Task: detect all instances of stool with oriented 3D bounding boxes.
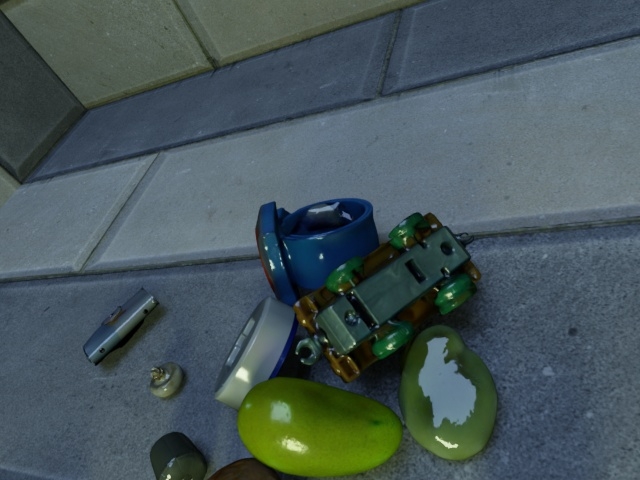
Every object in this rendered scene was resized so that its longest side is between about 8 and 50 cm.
[{"bbox_3d":[-0.284,0.438,0.939,0.096,0.096,0.110,-46,37,-17],"label":"stool"}]

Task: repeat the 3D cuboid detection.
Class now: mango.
[{"bbox_3d":[-0.007,0.322,0.810,0.272,0.185,0.149,13,57,-6],"label":"mango"}]

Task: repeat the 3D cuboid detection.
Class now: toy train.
[{"bbox_3d":[0.124,0.110,0.919,0.429,0.249,0.178,-32,78,-22],"label":"toy train"}]

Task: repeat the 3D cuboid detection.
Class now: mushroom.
[{"bbox_3d":[-0.369,0.320,1.117,0.085,0.079,0.085,-22,37,18],"label":"mushroom"}]

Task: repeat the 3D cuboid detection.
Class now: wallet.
[{"bbox_3d":[-0.552,0.236,1.321,0.231,0.069,0.170,-47,25,-22],"label":"wallet"}]

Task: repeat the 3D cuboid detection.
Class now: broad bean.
[{"bbox_3d":[0.209,0.254,0.821,0.169,0.100,0.228,-32,42,8],"label":"broad bean"}]

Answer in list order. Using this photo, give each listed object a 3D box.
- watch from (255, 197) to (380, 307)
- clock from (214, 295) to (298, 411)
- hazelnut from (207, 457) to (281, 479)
[{"bbox_3d":[0.000,0.000,1.133,0.274,0.242,0.305,-14,23,5],"label":"watch"},{"bbox_3d":[-0.131,0.228,0.971,0.231,0.083,0.230,-57,8,12],"label":"clock"},{"bbox_3d":[-0.134,0.469,0.762,0.214,0.176,0.214,-46,16,17],"label":"hazelnut"}]
